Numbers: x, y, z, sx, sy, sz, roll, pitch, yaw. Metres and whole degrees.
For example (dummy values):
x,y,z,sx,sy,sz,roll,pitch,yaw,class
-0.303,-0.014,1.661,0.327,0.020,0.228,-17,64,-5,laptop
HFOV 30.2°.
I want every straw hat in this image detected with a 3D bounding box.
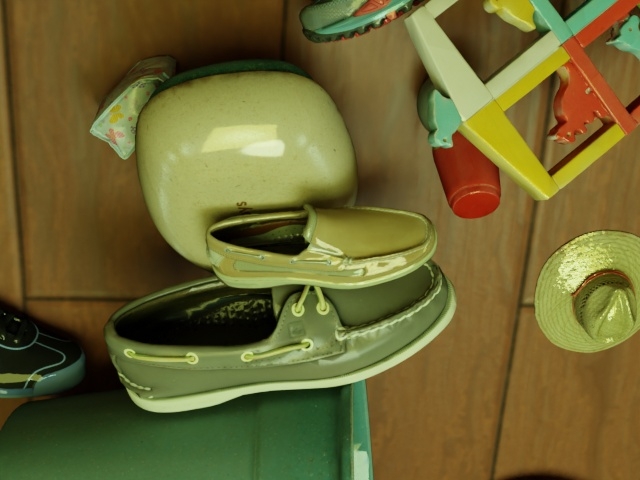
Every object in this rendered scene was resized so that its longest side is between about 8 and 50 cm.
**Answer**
x,y,z,sx,sy,sz,roll,pitch,yaw,class
0.288,0.067,1.192,0.145,0.061,0.144,-2,117,-3,straw hat

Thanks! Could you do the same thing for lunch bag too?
x,y,z,sx,sy,sz,roll,pitch,yaw,class
-0.158,-0.122,1.052,0.053,0.071,0.083,39,107,-19,lunch bag

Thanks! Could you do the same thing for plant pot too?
x,y,z,sx,sy,sz,roll,pitch,yaw,class
-0.120,0.273,1.127,0.334,0.341,0.341,-4,117,4,plant pot

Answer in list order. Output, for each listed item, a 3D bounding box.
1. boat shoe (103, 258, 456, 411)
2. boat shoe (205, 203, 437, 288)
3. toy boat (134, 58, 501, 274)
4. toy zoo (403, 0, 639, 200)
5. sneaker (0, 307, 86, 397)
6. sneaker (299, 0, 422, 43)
x,y,z,sx,sy,sz,roll,pitch,yaw,class
-0.034,0.068,1.024,0.305,0.109,0.091,-15,139,3,boat shoe
0.000,0.000,0.964,0.190,0.068,0.072,-9,148,3,boat shoe
0.000,-0.075,1.051,0.318,0.148,0.267,-6,146,-2,toy boat
0.205,-0.169,0.996,0.293,0.030,0.192,-39,98,-9,toy zoo
-0.338,0.087,1.140,0.232,0.081,0.090,9,121,-9,sneaker
0.075,-0.272,0.997,0.262,0.104,0.125,-37,97,9,sneaker
